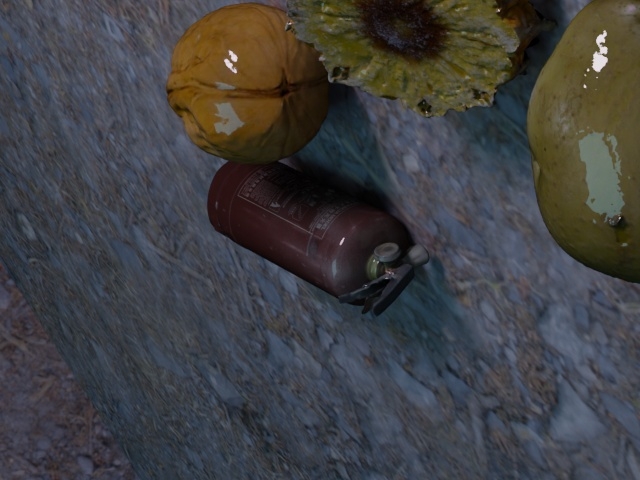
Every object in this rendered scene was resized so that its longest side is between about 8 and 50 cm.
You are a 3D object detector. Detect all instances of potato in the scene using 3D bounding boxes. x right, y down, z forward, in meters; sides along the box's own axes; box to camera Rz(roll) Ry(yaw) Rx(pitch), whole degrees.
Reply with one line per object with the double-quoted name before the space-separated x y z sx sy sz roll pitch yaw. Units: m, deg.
"potato" 0.207 -0.064 1.004 0.157 0.157 0.194 28 132 46

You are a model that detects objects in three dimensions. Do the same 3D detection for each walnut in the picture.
"walnut" -0.065 -0.138 1.408 0.144 0.144 0.180 59 160 -10

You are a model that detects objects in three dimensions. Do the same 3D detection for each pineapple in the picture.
"pineapple" 0.064 -0.163 1.126 0.221 0.047 0.221 14 150 9

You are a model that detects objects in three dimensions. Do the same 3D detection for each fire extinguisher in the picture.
"fire extinguisher" 0.000 0.000 1.503 0.269 0.105 0.105 28 145 46
